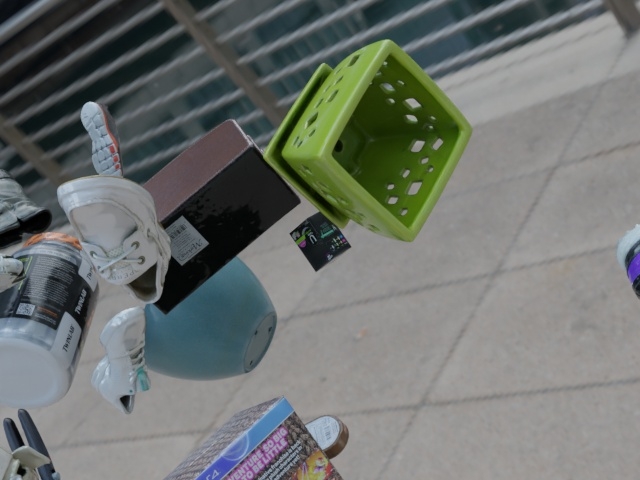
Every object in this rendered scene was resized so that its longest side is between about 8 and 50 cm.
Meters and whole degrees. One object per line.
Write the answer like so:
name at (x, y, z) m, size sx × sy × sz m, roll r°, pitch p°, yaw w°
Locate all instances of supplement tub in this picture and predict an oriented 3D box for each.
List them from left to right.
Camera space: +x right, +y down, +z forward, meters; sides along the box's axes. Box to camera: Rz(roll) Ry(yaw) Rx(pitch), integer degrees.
supplement tub at (-0.521, 0.139, 1.981) m, size 0.193 × 0.193 × 0.316 m, roll -27°, pitch 33°, yaw 24°

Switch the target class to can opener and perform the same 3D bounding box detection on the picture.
can opener at (-0.395, 0.316, 1.484) m, size 0.059 × 0.073 × 0.186 m, roll -23°, pitch 60°, yaw -2°

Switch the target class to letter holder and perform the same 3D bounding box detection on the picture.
letter holder at (-0.222, -0.066, 1.821) m, size 0.302 × 0.152 × 0.214 m, roll -39°, pitch 39°, yaw 2°

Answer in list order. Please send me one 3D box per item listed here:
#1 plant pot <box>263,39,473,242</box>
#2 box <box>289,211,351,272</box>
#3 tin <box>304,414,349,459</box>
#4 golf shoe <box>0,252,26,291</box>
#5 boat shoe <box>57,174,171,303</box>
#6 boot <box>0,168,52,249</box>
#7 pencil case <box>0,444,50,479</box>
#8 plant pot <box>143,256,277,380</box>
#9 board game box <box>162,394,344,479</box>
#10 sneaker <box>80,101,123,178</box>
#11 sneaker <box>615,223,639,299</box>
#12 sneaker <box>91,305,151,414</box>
plant pot at (0.061, -0.149, 1.663) m, size 0.207 × 0.228 × 0.227 m, roll 3°, pitch 58°, yaw 54°
box at (0.000, 0.000, 1.844) m, size 0.052 × 0.083 × 0.062 m, roll -31°, pitch -6°, yaw -43°
tin at (-0.026, 0.466, 2.444) m, size 0.189 × 0.040 × 0.106 m, roll -28°, pitch 35°, yaw 9°
golf shoe at (-0.440, 0.031, 1.414) m, size 0.086 × 0.069 × 0.176 m, roll -13°, pitch -9°, yaw -6°
boat shoe at (-0.240, 0.007, 1.312) m, size 0.098 × 0.277 × 0.096 m, roll -11°, pitch 68°, yaw 8°
boot at (-0.600, -0.034, 1.836) m, size 0.246 × 0.083 × 0.161 m, roll -27°, pitch 46°, yaw -28°
pencil case at (-0.456, 0.393, 1.164) m, size 0.183 × 0.160 × 0.410 m, roll -17°, pitch 40°, yaw 38°
plant pot at (-0.202, 0.163, 2.125) m, size 0.195 × 0.290 × 0.290 m, roll 24°, pitch 50°, yaw 17°
board game box at (-0.078, 0.415, 1.530) m, size 0.232 × 0.291 × 0.141 m, roll -38°, pitch 5°, yaw -40°
sneaker at (-0.388, -0.183, 1.981) m, size 0.061 × 0.158 × 0.065 m, roll -10°, pitch 8°, yaw 27°
sneaker at (0.498, -0.003, 1.254) m, size 0.293 × 0.102 × 0.146 m, roll -36°, pitch 28°, yaw 22°
sneaker at (-0.292, 0.188, 1.655) m, size 0.080 × 0.094 × 0.212 m, roll -24°, pitch -29°, yaw -36°
